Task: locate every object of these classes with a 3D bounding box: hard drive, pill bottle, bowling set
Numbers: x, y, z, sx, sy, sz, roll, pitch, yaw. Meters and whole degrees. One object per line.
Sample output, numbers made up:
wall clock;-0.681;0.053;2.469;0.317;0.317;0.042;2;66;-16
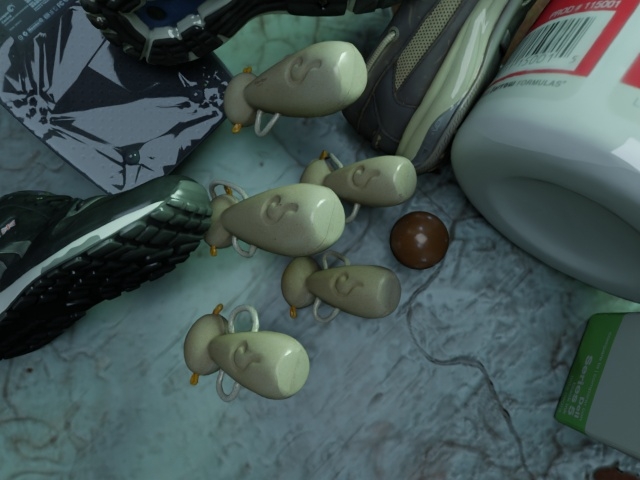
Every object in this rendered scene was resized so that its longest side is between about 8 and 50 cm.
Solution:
hard drive;-0.213;-0.168;0.500;0.254;0.054;0.172;43;80;-4
pill bottle;0.306;-0.168;0.423;0.229;0.229;0.408;36;84;6
bowling set;0.000;0.000;0.470;0.154;0.199;0.287;2;74;46

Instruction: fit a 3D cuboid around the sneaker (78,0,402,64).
sneaker;-0.035;-0.256;0.413;0.329;0.130;0.147;-8;66;16

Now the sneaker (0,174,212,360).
sneaker;-0.223;-0.003;0.442;0.283;0.107;0.124;-28;74;19

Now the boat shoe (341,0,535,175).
boat shoe;0.125;-0.234;0.454;0.130;0.132;0.356;30;101;13

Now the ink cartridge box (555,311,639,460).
ink cartridge box;0.320;0.135;0.356;0.198;0.273;0.115;24;83;5
